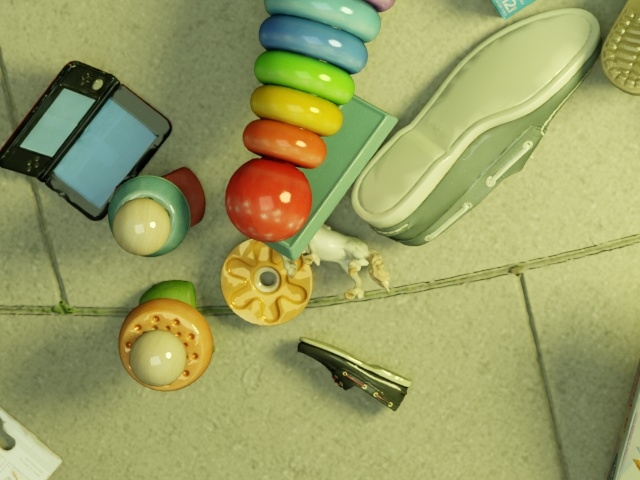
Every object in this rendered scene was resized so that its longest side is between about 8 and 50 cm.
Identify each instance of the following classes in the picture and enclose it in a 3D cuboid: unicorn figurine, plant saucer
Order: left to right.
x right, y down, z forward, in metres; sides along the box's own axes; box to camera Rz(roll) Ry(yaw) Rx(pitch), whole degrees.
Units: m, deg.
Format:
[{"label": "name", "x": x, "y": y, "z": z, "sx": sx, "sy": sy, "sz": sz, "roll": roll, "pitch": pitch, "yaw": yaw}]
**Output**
[{"label": "unicorn figurine", "x": 0.000, "y": 0.000, "z": 1.943, "sx": 0.162, "sy": 0.111, "sz": 0.060, "roll": 36, "pitch": 121, "yaw": -21}, {"label": "plant saucer", "x": 0.001, "y": -0.071, "z": 1.913, "sx": 0.067, "sy": 0.018, "sz": 0.192, "roll": 31, "pitch": 78, "yaw": 24}]

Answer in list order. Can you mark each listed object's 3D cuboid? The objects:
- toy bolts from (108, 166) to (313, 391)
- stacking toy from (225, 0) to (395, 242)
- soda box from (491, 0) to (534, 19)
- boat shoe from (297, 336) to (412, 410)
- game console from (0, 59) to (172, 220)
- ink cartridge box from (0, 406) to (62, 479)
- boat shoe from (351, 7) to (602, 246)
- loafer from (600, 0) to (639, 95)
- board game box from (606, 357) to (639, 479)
[{"label": "toy bolts", "x": -0.134, "y": 0.032, "z": 1.917, "sx": 0.218, "sy": 0.158, "sz": 0.228, "roll": -20, "pitch": 100, "yaw": 8}, {"label": "stacking toy", "x": -0.019, "y": -0.158, "z": 1.853, "sx": 0.141, "sy": 0.141, "sz": 0.330, "roll": 16, "pitch": 86, "yaw": 3}, {"label": "soda box", "x": 0.160, "y": -0.333, "z": 1.876, "sx": 0.067, "sy": 0.071, "sz": 0.210, "roll": -32, "pitch": 95, "yaw": 9}, {"label": "boat shoe", "x": 0.032, "y": 0.144, "z": 1.980, "sx": 0.133, "sy": 0.049, "sz": 0.042, "roll": 26, "pitch": 93, "yaw": -3}, {"label": "game console", "x": -0.254, "y": -0.105, "z": 1.954, "sx": 0.085, "sy": 0.124, "sz": 0.144, "roll": 44, "pitch": 102, "yaw": 25}, {"label": "ink cartridge box", "x": -0.432, "y": 0.277, "z": 2.061, "sx": 0.181, "sy": 0.056, "sz": 0.224, "roll": 41, "pitch": 82, "yaw": -2}, {"label": "boat shoe", "x": 0.176, "y": -0.116, "z": 1.915, "sx": 0.319, "sy": 0.116, "sz": 0.099, "roll": -42, "pitch": 135, "yaw": 4}, {"label": "loafer", "x": 0.371, "y": -0.262, "z": 1.859, "sx": 0.102, "sy": 0.092, "sz": 0.268, "roll": 36, "pitch": 85, "yaw": 9}, {"label": "board game box", "x": 0.473, "y": 0.204, "z": 1.871, "sx": 0.319, "sy": 0.066, "sz": 0.318, "roll": 11, "pitch": 126, "yaw": 4}]
